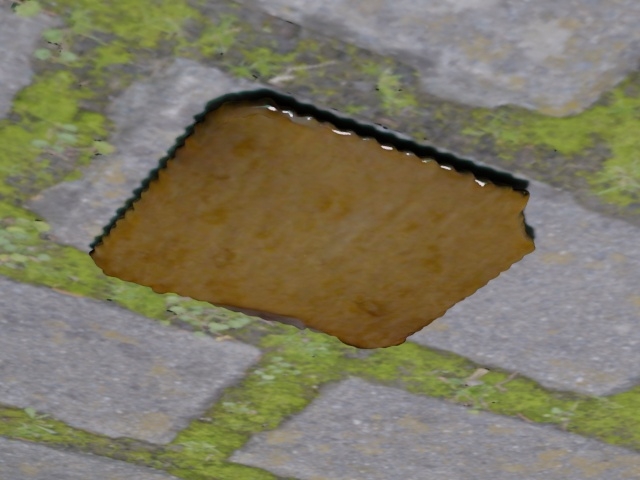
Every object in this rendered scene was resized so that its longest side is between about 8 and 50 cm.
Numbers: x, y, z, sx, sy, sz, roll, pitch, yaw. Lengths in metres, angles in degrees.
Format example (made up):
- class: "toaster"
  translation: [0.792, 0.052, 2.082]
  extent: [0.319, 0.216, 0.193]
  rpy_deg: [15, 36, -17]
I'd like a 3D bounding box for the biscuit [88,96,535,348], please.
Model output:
- class: "biscuit"
  translation: [0.000, 0.000, 0.913]
  extent: [0.232, 0.013, 0.237]
  rpy_deg: [18, 149, -22]
